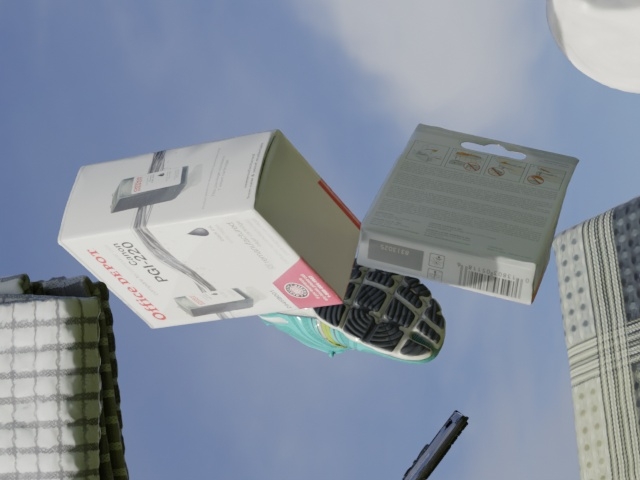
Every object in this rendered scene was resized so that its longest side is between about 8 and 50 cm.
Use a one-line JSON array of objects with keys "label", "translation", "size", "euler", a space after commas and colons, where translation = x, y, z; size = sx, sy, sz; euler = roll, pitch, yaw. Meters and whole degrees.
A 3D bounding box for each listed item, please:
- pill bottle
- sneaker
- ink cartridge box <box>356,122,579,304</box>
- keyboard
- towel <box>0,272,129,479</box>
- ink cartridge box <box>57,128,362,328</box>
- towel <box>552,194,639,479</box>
[{"label": "pill bottle", "translation": [0.330, -0.290, 1.813], "size": [0.301, 0.169, 0.169], "euler": [-61, -34, -42]}, {"label": "sneaker", "translation": [0.028, 0.079, 2.139], "size": [0.107, 0.275, 0.110], "euler": [-52, -40, -26]}, {"label": "ink cartridge box", "translation": [0.121, -0.025, 1.549], "size": [0.179, 0.145, 0.045], "euler": [-58, -22, -56]}, {"label": "keyboard", "translation": [0.134, 0.301, 2.520], "size": [0.180, 0.023, 0.108], "euler": [-52, 3, -3]}, {"label": "towel", "translation": [-0.261, 0.150, 1.344], "size": [0.121, 0.284, 0.235], "euler": [11, -107, -68]}, {"label": "ink cartridge box", "translation": [-0.098, -0.006, 1.707], "size": [0.158, 0.218, 0.092], "euler": [47, -133, -42]}, {"label": "towel", "translation": [0.343, 0.101, 1.773], "size": [0.056, 0.312, 0.324], "euler": [10, -113, -34]}]
